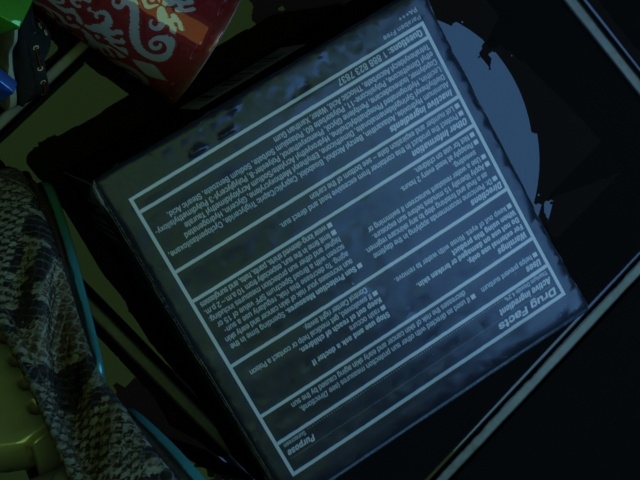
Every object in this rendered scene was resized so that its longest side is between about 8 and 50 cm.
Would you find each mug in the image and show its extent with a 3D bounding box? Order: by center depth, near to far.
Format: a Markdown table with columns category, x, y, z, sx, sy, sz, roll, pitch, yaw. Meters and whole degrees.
| category | x | y | z | sx | sy | sz | roll | pitch | yaw |
| --- | --- | --- | --- | --- | --- | --- | --- | --- | --- |
| mug | -0.159 | -0.206 | 1.166 | 0.169 | 0.150 | 0.113 | 31 | 121 | -14 |

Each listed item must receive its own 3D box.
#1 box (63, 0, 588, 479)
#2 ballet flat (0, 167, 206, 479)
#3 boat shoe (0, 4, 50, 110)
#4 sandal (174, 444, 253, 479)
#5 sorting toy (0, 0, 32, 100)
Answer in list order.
| category | x | y | z | sx | sy | sz | roll | pitch | yaw |
| --- | --- | --- | --- | --- | --- | --- | --- | --- | --- |
| box | 0.000 | 0.000 | 1.180 | 0.296 | 0.183 | 0.294 | -32 | 103 | -12 |
| ballet flat | -0.196 | 0.141 | 1.014 | 0.182 | 0.483 | 0.164 | -16 | 142 | -25 |
| boat shoe | -0.232 | -0.158 | 1.130 | 0.042 | 0.049 | 0.133 | -25 | 147 | -26 |
| sandal | -0.168 | 0.153 | 1.189 | 0.254 | 0.097 | 0.054 | 21 | 89 | -30 |
| sorting toy | -0.361 | -0.215 | 1.053 | 0.348 | 0.196 | 0.047 | 30 | 55 | -20 |
